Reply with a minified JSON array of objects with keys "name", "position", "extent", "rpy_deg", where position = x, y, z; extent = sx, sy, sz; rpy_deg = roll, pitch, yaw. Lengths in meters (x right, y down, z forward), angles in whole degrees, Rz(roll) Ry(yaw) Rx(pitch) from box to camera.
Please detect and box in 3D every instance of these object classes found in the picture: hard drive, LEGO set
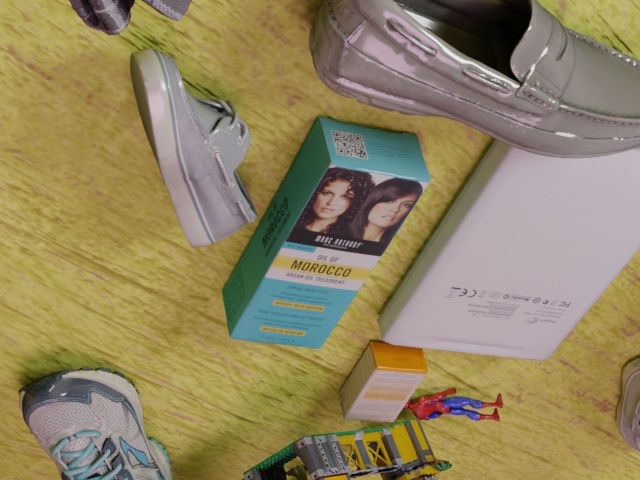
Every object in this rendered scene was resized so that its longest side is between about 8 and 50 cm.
[{"name":"hard drive","position":[0.209,0.004,1.277],"extent":[0.203,0.040,0.307],"rpy_deg":[8,135,-23]},{"name":"LEGO set","position":[-0.004,0.345,1.436],"extent":[0.331,0.192,0.255],"rpy_deg":[-32,158,23]}]

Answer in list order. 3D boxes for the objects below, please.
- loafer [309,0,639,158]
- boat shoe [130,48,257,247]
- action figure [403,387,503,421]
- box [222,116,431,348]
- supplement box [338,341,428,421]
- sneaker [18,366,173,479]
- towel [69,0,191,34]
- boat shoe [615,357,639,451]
[{"name":"loafer","position":[0.150,-0.143,1.038],"extent":[0.319,0.112,0.111],"rpy_deg":[8,144,-22]},{"name":"boat shoe","position":[-0.098,-0.081,1.079],"extent":[0.081,0.079,0.227],"rpy_deg":[-20,145,-6]},{"name":"action figure","position":[0.146,0.186,1.479],"extent":[0.115,0.030,0.038],"rpy_deg":[1,132,-9]},{"name":"box","position":[0.000,0.000,1.201],"extent":[0.100,0.060,0.244],"rpy_deg":[9,135,-24]},{"name":"supplement box","position":[0.067,0.153,1.413],"extent":[0.062,0.036,0.098],"rpy_deg":[7,136,-23]},{"name":"sneaker","position":[-0.219,0.236,1.365],"extent":[0.110,0.122,0.283],"rpy_deg":[-20,139,7]},{"name":"towel","position":[-0.140,-0.276,0.715],"extent":[0.121,0.235,0.283],"rpy_deg":[-22,138,16]},{"name":"boat shoe","position":[0.391,0.209,1.542],"extent":[0.066,0.063,0.184],"rpy_deg":[-11,139,-2]}]
